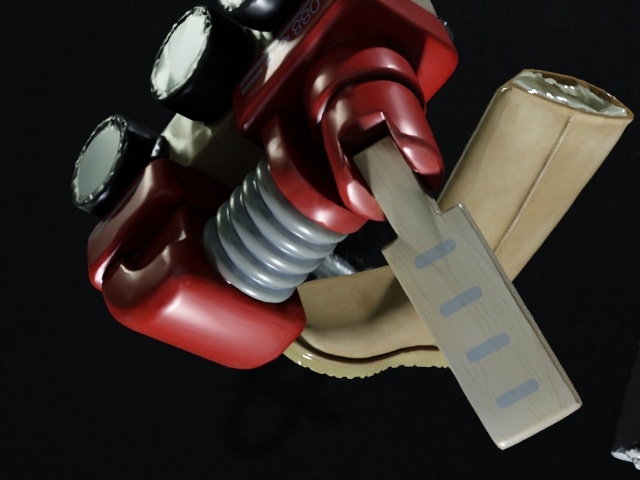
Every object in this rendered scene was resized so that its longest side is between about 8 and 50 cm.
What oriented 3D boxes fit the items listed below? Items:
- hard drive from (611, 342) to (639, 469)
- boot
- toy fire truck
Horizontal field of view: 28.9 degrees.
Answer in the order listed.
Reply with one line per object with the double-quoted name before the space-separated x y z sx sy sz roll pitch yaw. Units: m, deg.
"hard drive" 0.305 0.100 0.444 0.338 0.237 0.064 21 -107 -4
"boot" 0.100 -0.018 1.009 0.089 0.236 0.269 51 -54 35
"toy fire truck" 0.000 0.000 0.613 0.217 0.158 0.246 -47 -144 25
